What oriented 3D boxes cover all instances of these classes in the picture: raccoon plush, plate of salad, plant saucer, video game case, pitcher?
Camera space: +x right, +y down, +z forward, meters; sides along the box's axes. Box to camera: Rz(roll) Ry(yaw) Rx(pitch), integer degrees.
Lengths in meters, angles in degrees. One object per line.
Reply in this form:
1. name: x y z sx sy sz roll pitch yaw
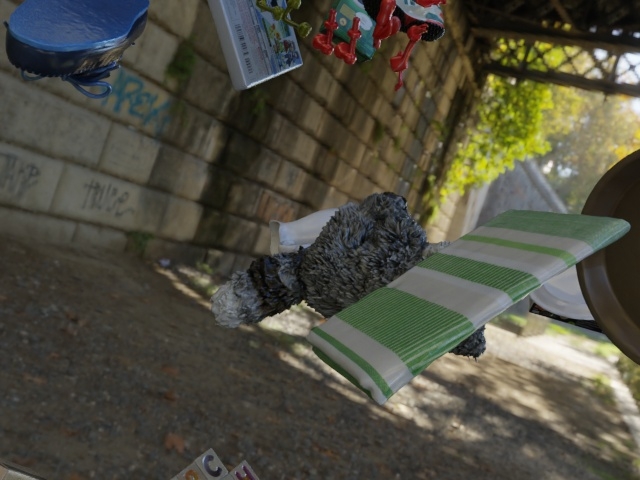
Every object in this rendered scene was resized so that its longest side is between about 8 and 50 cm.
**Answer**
1. raccoon plush: 0.072 0.120 1.266 0.216 0.446 0.299 60 -3 -37
2. plate of salad: 0.488 0.098 1.443 0.199 0.048 0.200 -5 28 3
3. plant saucer: 0.415 0.024 0.864 0.041 0.278 0.277 -10 19 -38
4. video game case: -0.149 -0.500 1.610 0.036 0.329 0.300 -9 17 25
5. pitcher: 0.000 0.000 1.684 0.207 0.126 0.178 -4 15 -10

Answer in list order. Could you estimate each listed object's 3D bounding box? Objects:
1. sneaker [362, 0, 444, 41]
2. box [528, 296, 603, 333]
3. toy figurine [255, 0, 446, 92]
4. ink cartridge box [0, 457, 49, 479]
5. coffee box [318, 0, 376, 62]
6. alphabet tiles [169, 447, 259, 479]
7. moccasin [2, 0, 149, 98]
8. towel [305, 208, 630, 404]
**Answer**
1. sneaker: 0.144 -0.407 1.339 0.161 0.075 0.057 18 -31 -19
2. box: 0.603 0.150 1.843 0.206 0.036 0.114 16 42 3
3. toy figurine: 0.093 -0.383 1.147 0.217 0.191 0.362 -20 42 -35
4. ink cartridge box: -0.657 0.552 1.511 0.088 0.235 0.193 23 -19 20
5. coffee box: 0.085 -0.449 1.488 0.113 0.184 0.040 30 -13 -23
6. alphabet tiles: -0.136 0.533 1.327 0.343 0.011 0.285 52 27 7
7. moccasin: -0.308 -0.257 1.032 0.137 0.117 0.342 27 25 -1
8. towel: 0.153 0.060 0.884 0.038 0.324 0.248 62 -12 -12
